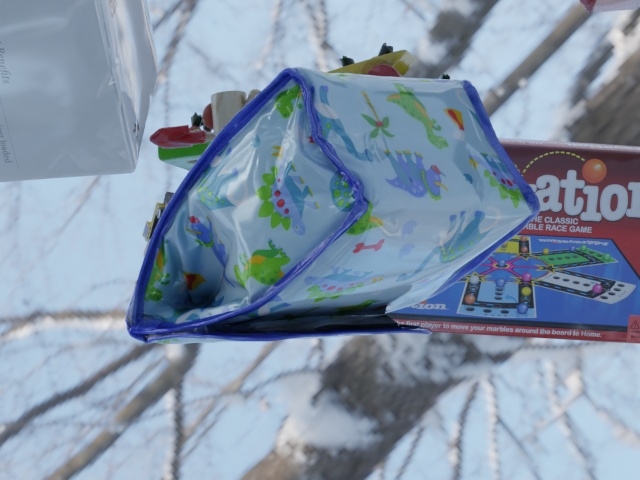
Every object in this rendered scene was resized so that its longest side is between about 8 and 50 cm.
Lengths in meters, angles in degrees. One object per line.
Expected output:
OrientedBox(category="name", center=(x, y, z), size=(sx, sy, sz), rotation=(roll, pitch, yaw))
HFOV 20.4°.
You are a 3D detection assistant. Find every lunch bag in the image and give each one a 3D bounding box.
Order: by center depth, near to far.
OrientedBox(category="lunch bag", center=(0.000, 0.000, 0.803), size=(0.128, 0.151, 0.096), rotation=(1, -124, -47))

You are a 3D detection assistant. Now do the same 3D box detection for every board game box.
OrientedBox(category="board game box", center=(0.136, -0.002, 1.297), size=(0.281, 0.145, 0.027), rotation=(3, -167, -2))

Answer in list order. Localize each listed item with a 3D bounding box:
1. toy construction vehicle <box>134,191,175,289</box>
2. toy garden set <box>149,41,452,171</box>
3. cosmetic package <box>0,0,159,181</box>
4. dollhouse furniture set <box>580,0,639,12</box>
OrientedBox(category="toy construction vehicle", center=(-0.087, 0.000, 1.296), size=(0.085, 0.098, 0.035), rotation=(6, -156, -24))
OrientedBox(category="toy garden set", center=(-0.012, -0.101, 1.373), size=(0.204, 0.244, 0.049), rotation=(17, -114, -73))
OrientedBox(category="cosmetic package", center=(-0.217, -0.140, 1.218), size=(0.183, 0.151, 0.151), rotation=(-4, -145, 5))
OrientedBox(category="dollhouse furniture set", center=(0.312, -0.165, 1.050), size=(0.201, 0.152, 0.374), rotation=(34, -159, 15))
